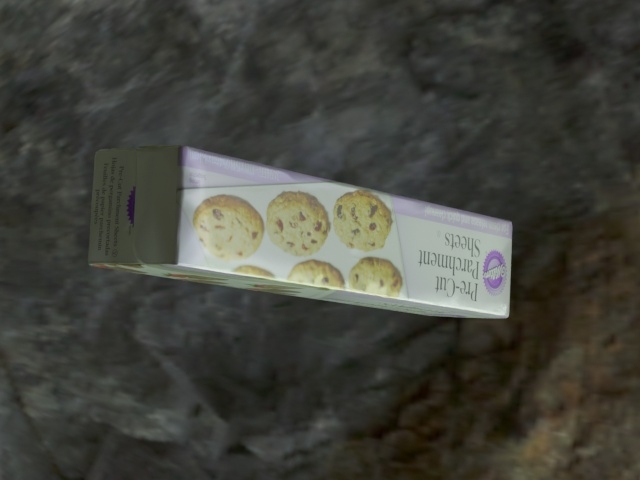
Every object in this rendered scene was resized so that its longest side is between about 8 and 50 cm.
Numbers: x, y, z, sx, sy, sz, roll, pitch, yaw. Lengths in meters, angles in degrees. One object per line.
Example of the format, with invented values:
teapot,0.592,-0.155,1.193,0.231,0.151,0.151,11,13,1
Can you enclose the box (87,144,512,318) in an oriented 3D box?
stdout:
box,0.000,0.000,1.128,0.324,0.063,0.067,12,-100,-53
